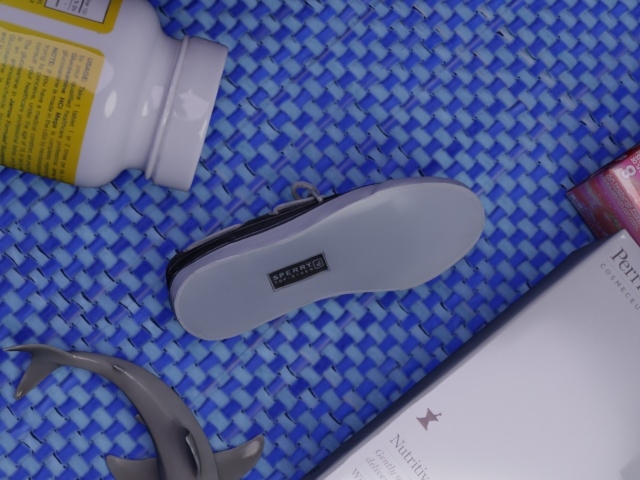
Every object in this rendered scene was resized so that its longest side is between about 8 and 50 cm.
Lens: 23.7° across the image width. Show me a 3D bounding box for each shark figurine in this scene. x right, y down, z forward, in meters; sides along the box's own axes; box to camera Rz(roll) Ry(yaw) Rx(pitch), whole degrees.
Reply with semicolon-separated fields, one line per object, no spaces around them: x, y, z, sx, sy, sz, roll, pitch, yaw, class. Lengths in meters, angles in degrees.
-0.154;0.173;1.407;0.166;0.116;0.278;-37;91;-13;shark figurine

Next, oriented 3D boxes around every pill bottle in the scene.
-0.262;-0.156;1.396;0.334;0.188;0.188;16;80;-6;pill bottle

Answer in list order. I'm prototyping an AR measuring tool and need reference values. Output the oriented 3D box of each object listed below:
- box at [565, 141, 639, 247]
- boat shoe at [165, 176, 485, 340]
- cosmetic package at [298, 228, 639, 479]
0.397;0.027;1.495;0.154;0.142;0.300;-32;88;-11;box
0.001;0.004;1.456;0.306;0.105;0.113;-23;119;-2;boat shoe
0.189;0.191;1.434;0.385;0.156;0.217;-40;88;-11;cosmetic package
